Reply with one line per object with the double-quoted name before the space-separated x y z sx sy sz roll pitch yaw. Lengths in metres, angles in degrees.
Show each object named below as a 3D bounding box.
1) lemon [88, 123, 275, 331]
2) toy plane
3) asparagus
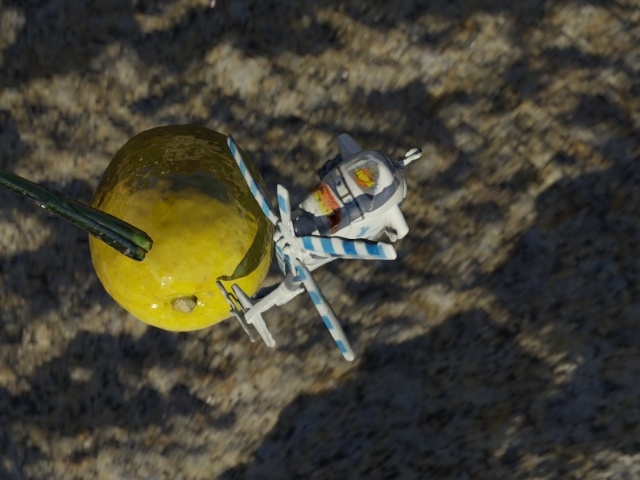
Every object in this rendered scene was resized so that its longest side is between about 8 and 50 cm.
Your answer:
"lemon" -0.121 -0.013 1.389 0.170 0.170 0.207 2 35 -10
"toy plane" 0.005 0.010 1.183 0.107 0.273 0.182 -27 60 -21
"asparagus" -0.210 -0.039 1.104 0.233 0.023 0.022 29 74 -36
